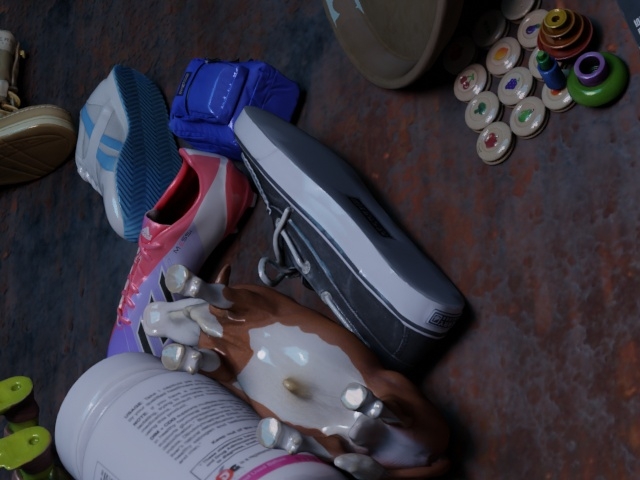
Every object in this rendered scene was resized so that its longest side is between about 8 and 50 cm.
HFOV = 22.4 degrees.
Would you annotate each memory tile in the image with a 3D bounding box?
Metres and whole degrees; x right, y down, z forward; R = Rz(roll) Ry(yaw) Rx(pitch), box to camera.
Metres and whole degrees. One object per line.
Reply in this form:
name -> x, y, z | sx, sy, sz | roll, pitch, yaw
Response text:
memory tile -> 0.164, -0.147, 1.400 | 0.113, 0.012, 0.148 | -38, 47, 25

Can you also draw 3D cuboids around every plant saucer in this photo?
plant saucer -> 0.059, -0.275, 1.449 | 0.278, 0.041, 0.278 | 168, 90, -67

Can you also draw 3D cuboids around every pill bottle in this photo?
pill bottle -> -0.103, 0.208, 1.376 | 0.283, 0.160, 0.160 | 30, 92, 48

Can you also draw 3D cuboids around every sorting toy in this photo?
sorting toy -> 0.206, -0.155, 1.327 | 0.061, 0.042, 0.102 | -35, 51, 6

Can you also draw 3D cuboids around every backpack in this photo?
backpack -> -0.095, -0.136, 1.589 | 0.120, 0.101, 0.098 | 10, 71, 50

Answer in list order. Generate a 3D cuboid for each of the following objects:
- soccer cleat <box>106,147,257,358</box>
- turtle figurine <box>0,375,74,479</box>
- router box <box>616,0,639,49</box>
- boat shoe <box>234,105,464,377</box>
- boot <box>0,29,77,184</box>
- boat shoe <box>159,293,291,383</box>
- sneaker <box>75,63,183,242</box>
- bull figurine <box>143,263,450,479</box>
soccer cleat -> -0.155, 0.025, 1.569 | 0.083, 0.095, 0.248 | 35, 96, 48
turtle figurine -> -0.266, 0.249, 1.526 | 0.087, 0.217, 0.270 | -7, 43, -2
router box -> 0.282, -0.214, 1.297 | 0.092, 0.038, 0.122 | -38, 48, 27
boat shoe -> 0.003, 0.001, 1.417 | 0.306, 0.113, 0.105 | 47, 112, 30
boot -> -0.373, -0.163, 1.886 | 0.262, 0.095, 0.204 | -21, 55, 42
boat shoe -> -0.105, 0.095, 1.510 | 0.178, 0.060, 0.064 | -34, 50, 29
sneaker -> -0.203, -0.076, 1.685 | 0.092, 0.087, 0.229 | -44, 38, 30
bull figurine -> -0.035, 0.100, 1.298 | 0.310, 0.188, 0.101 | 27, 94, 27
